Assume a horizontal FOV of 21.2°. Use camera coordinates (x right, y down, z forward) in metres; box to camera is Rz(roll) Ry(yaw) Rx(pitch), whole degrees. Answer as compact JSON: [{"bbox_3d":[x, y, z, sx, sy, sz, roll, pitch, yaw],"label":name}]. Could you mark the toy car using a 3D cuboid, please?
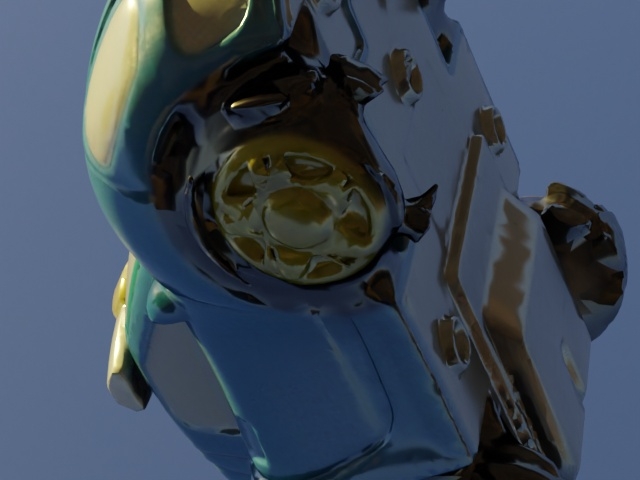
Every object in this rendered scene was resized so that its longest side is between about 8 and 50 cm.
[{"bbox_3d":[0.000,0.000,0.607,0.166,0.314,0.198,-13,-146,21],"label":"toy car"}]
